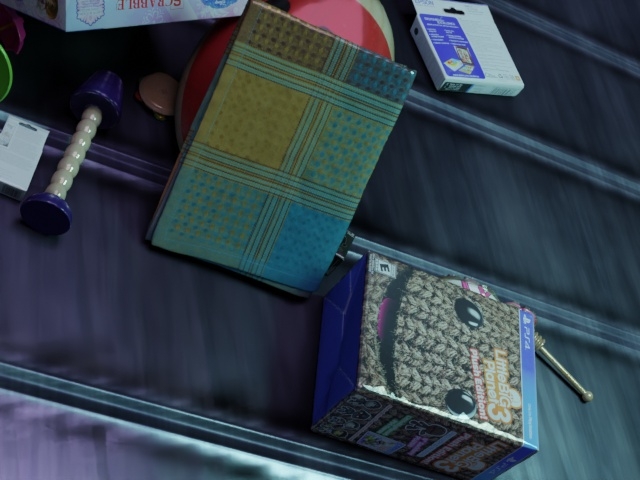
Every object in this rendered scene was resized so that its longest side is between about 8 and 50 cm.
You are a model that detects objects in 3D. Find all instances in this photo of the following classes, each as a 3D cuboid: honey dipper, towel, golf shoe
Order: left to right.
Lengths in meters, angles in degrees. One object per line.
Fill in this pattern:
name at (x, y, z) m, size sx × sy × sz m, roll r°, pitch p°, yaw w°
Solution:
towel at (-0.055, -0.121, 1.485) m, size 0.271 × 0.370 × 0.040 m, roll 21°, pitch 11°, yaw -18°
golf shoe at (0.256, 0.119, 1.672) m, size 0.186 × 0.067 × 0.086 m, roll 27°, pitch 63°, yaw -3°
honey dipper at (0.390, 0.206, 1.727) m, size 0.161 × 0.030 × 0.030 m, roll 46°, pitch 46°, yaw -2°

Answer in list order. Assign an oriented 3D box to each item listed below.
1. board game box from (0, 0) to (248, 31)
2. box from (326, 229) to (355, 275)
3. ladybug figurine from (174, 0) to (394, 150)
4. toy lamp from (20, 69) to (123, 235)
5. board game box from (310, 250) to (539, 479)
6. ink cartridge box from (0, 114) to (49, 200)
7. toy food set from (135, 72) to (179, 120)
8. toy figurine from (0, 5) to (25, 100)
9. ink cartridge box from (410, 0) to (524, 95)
board game box at (-0.323, -0.384, 1.537) m, size 0.318 × 0.066 × 0.318 m, roll -17°, pitch 33°, yaw -42°
box at (0.000, 0.000, 1.605) m, size 0.083 × 0.052 × 0.062 m, roll 35°, pitch 46°, yaw -8°
ladybug figurine at (-0.041, -0.247, 1.611) m, size 0.305 × 0.162 × 0.449 m, roll 37°, pitch 66°, yaw -7°
toy lamp at (-0.339, -0.134, 1.466) m, size 0.080 × 0.080 × 0.275 m, roll 25°, pitch 48°, yaw -15°
board game box at (0.152, 0.186, 1.509) m, size 0.290 × 0.141 × 0.232 m, roll 21°, pitch 50°, yaw -19°
ink cartridge box at (-0.419, -0.114, 1.435) m, size 0.062 × 0.029 × 0.115 m, roll 23°, pitch 48°, yaw -17°
toy food set at (-0.247, -0.226, 1.629) m, size 0.083 × 0.020 × 0.082 m, roll 51°, pitch 47°, yaw 8°
toy figurine at (-0.490, -0.283, 1.476) m, size 0.173 × 0.130 × 0.159 m, roll 9°, pitch 36°, yaw 3°
ink cartridge box at (0.280, -0.381, 2.057) m, size 0.206 × 0.045 × 0.208 m, roll -1°, pitch 61°, yaw -33°
